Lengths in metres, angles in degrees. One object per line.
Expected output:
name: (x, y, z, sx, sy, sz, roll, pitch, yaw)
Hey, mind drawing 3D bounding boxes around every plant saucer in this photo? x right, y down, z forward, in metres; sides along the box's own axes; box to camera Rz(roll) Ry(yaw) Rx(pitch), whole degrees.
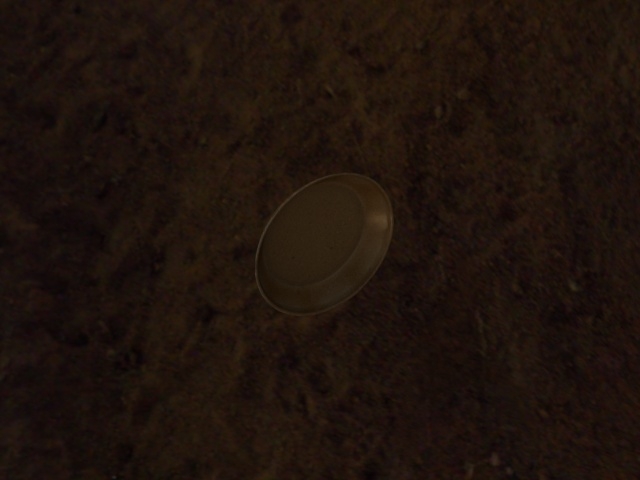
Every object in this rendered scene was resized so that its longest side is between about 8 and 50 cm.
plant saucer: (0.000, 0.000, 0.476, 0.083, 0.083, 0.015, -52, 44, 4)
